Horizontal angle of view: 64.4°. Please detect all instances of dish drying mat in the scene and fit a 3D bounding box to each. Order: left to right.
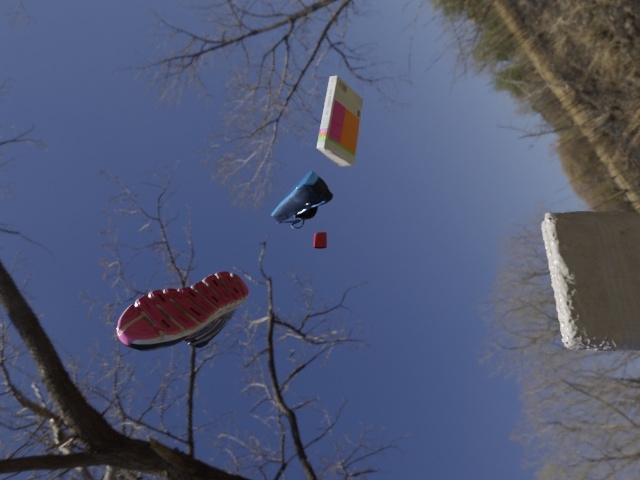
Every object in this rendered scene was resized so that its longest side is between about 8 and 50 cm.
[{"bbox_3d":[0.000,0.000,1.265,0.083,0.032,0.008,-89,-1,-64],"label":"dish drying mat"}]

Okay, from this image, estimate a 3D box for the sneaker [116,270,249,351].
[{"bbox_3d":[-0.150,0.090,0.561,0.063,0.075,0.170,39,-152,17],"label":"sneaker"}]

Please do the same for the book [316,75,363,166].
[{"bbox_3d":[0.039,-0.228,0.979,0.096,0.035,0.144,25,-108,-53],"label":"book"}]

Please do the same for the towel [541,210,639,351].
[{"bbox_3d":[0.507,0.066,0.902,0.049,0.187,0.282,76,-162,-55],"label":"towel"}]

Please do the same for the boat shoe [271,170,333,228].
[{"bbox_3d":[-0.051,-0.080,1.240,0.089,0.258,0.109,40,-108,-9],"label":"boat shoe"}]
